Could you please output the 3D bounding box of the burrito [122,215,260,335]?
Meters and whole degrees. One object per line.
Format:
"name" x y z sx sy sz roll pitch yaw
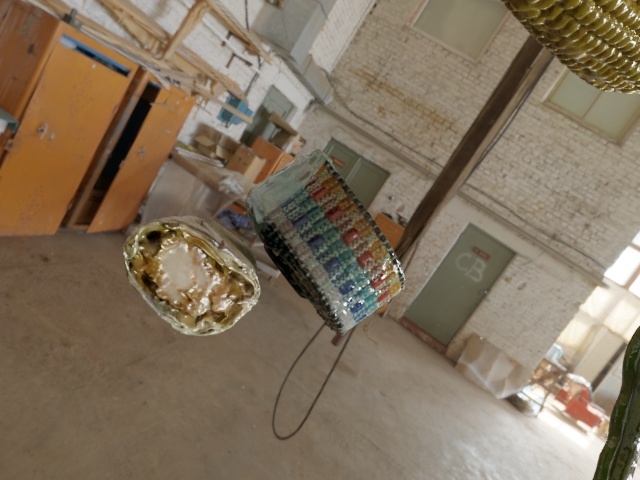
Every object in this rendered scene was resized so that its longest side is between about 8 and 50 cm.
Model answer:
"burrito" -0.149 0.033 0.571 0.143 0.105 0.299 47 -3 -8

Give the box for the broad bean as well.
"broad bean" 0.310 0.189 0.453 0.069 0.227 0.039 41 -19 -33

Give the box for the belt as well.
"belt" 0.000 0.000 0.651 0.258 0.150 0.207 52 -11 14

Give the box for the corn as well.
"corn" 0.220 -0.182 0.345 0.261 0.097 0.097 12 19 -33
